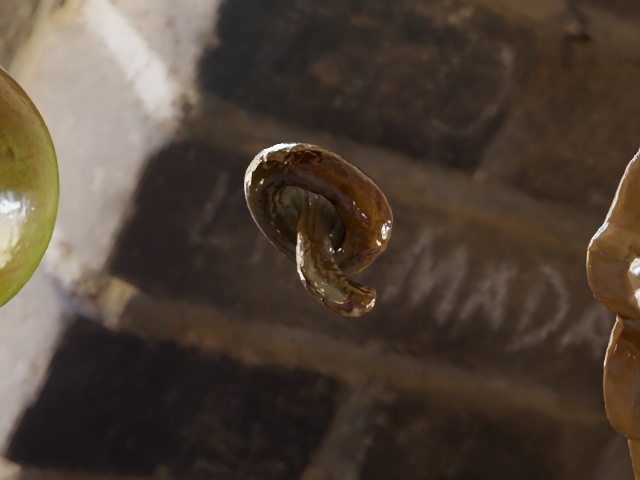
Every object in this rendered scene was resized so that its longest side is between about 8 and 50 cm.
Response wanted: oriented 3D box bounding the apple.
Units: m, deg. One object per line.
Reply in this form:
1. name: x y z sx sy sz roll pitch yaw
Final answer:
1. apple: -0.250 -0.032 1.120 0.196 0.196 0.196 25 17 -8

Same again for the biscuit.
1. biscuit: 0.135 0.012 0.646 0.035 0.250 0.162 16 36 31

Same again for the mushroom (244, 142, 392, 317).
1. mushroom: 0.009 -0.003 1.101 0.073 0.088 0.129 -11 48 -28
